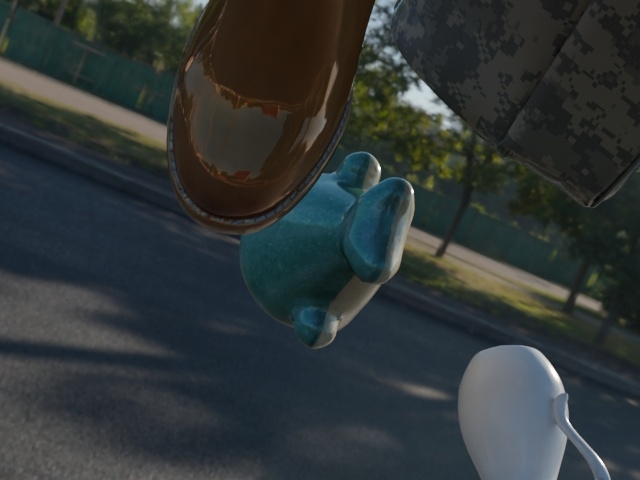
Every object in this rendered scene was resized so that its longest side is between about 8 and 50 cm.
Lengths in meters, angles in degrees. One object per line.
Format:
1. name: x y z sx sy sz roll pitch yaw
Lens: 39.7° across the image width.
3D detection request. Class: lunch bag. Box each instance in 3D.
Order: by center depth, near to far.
1. lunch bag: 0.202 -0.218 0.695 0.256 0.212 0.305 32 -32 6

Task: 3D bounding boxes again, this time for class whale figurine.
1. whale figurine: 0.000 0.000 0.912 0.141 0.216 0.272 20 -12 -14

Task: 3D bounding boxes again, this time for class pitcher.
1. pitcher: 0.240 0.221 0.997 0.125 0.207 0.178 23 -36 -35

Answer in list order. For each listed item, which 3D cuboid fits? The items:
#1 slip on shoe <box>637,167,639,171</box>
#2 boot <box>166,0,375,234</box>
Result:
1. slip on shoe: 0.470 -0.134 0.965 0.331 0.101 0.123 -1 6 42
2. boot: -0.002 -0.150 0.426 0.109 0.283 0.220 28 -11 1
